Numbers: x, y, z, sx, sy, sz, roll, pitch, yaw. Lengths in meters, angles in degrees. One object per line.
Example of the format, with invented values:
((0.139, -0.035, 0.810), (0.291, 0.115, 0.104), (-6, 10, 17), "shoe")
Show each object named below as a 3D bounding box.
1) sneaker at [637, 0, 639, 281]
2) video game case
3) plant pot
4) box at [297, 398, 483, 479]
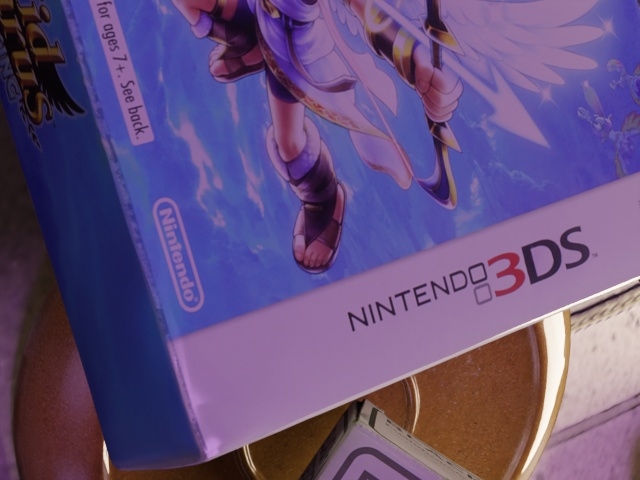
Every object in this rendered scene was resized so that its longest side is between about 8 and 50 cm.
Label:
((0.155, -0.042, 0.808), (0.276, 0.098, 0.135), (6, 100, -46), "sneaker")
((0.004, -0.089, 0.601), (0.244, 0.061, 0.269), (-19, 94, -38), "video game case")
((-0.001, 0.066, 0.695), (0.236, 0.032, 0.236), (-9, 117, -18), "plant pot")
((0.001, 0.222, 0.637), (0.290, 0.169, 0.087), (-55, 177, 1), "box")
